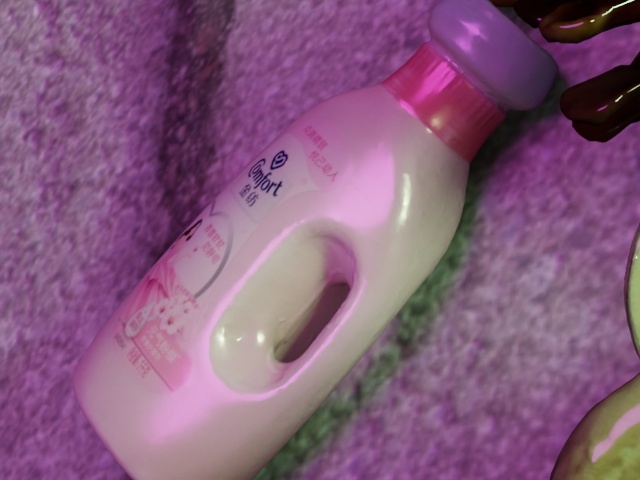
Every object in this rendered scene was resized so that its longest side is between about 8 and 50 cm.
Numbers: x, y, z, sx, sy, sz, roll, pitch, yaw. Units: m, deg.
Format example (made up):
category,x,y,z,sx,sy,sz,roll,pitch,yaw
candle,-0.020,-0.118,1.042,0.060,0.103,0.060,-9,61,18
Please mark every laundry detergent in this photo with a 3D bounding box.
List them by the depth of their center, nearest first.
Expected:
category,x,y,z,sx,sy,sz,roll,pitch,yaw
laundry detergent,0.000,0.000,1.098,0.335,0.088,0.159,-47,48,8

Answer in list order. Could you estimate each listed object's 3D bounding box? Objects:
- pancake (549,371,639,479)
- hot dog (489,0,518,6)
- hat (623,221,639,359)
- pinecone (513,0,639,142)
category,x,y,z,sx,sy,sz,roll,pitch,yaw
pancake,0.203,0.143,0.752,0.242,0.242,0.050,-48,9,8
hot dog,0.122,-0.174,1.121,0.140,0.060,0.089,-6,58,32
hat,0.220,0.012,0.806,0.166,0.173,0.144,-51,0,23
pinecone,0.205,-0.137,0.887,0.264,0.264,0.264,-22,53,31
